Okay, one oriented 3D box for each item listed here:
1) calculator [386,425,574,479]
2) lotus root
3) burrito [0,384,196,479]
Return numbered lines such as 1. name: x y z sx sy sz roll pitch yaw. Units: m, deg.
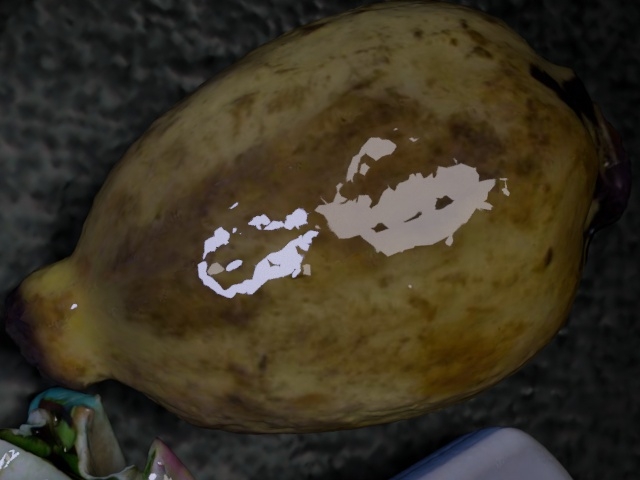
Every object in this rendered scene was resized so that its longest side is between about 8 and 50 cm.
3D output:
1. calculator: 0.031 0.144 0.544 0.210 0.039 0.121 -21 92 -45
2. lotus root: 0.000 0.000 0.543 0.214 0.138 0.138 -25 93 -9
3. burrito: -0.055 0.198 0.529 0.096 0.066 0.309 -10 85 -18
